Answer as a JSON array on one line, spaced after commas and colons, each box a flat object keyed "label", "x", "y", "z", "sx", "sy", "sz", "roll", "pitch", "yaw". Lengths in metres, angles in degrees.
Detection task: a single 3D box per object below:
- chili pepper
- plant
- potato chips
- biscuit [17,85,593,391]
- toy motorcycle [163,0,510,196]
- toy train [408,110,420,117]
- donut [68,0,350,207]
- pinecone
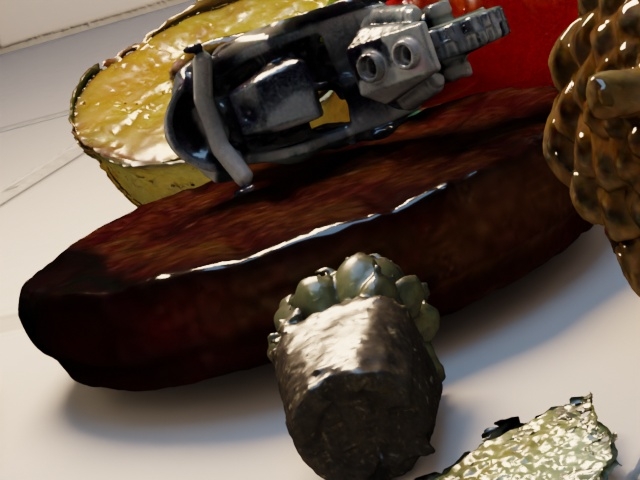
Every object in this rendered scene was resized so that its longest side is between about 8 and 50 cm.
[{"label": "chili pepper", "x": 0.068, "y": -0.162, "z": 1.378, "sx": 0.338, "sy": 0.135, "sz": 0.131, "roll": 5, "pitch": 4, "yaw": -26}, {"label": "plant", "x": 0.021, "y": 0.067, "z": 0.931, "sx": 0.092, "sy": 0.094, "sz": 0.143, "roll": -30, "pitch": 22, "yaw": 13}, {"label": "potato chips", "x": 0.098, "y": 0.119, "z": 0.757, "sx": 0.202, "sy": 0.029, "sz": 0.220, "roll": -29, "pitch": 15, "yaw": -35}, {"label": "biscuit", "x": 0.000, "y": 0.000, "z": 1.212, "sx": 0.407, "sy": 0.091, "sz": 0.407, "roll": -19, "pitch": 11, "yaw": 4}, {"label": "toy motorcycle", "x": -0.005, "y": -0.104, "z": 1.218, "sx": 0.159, "sy": 0.106, "sz": 0.270, "roll": -25, "pitch": 7, "yaw": -41}, {"label": "toy train", "x": 0.021, "y": -0.137, "z": 1.719, "sx": 0.248, "sy": 0.101, "sz": 0.159, "roll": -17, "pitch": 27, "yaw": 13}, {"label": "donut", "x": -0.081, "y": -0.118, "z": 1.617, "sx": 0.272, "sy": 0.107, "sz": 0.272, "roll": -12, "pitch": 40, "yaw": 10}, {"label": "pinecone", "x": 0.244, "y": -0.091, "z": 0.931, "sx": 0.257, "sy": 0.243, "sz": 0.243, "roll": -36, "pitch": 19, "yaw": -21}]
